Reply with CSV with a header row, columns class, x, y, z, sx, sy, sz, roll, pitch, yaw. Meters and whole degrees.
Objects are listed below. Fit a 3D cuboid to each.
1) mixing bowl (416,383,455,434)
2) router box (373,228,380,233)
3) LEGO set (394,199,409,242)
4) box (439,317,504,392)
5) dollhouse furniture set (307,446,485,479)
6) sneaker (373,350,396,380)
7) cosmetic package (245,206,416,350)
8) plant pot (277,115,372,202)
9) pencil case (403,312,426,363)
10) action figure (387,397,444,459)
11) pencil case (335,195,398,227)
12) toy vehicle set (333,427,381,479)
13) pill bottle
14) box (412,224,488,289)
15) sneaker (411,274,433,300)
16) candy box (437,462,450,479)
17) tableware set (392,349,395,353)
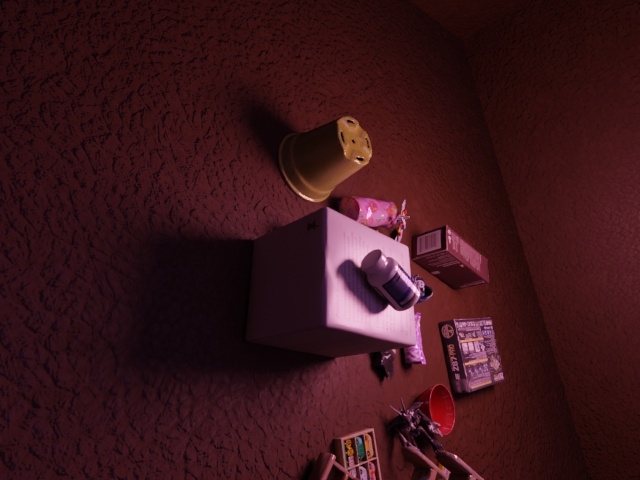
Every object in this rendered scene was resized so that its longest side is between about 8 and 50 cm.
class,x,y,z,sx,sy,sz,roll,pitch,yaw
mixing bowl,0.436,0.660,1.682,0.181,0.098,0.182,21,60,-41
router box,0.241,0.026,1.780,0.122,0.038,0.092,45,47,-25
LEGO set,0.345,-0.048,1.805,0.244,0.060,0.183,-49,146,-60
box,0.729,0.534,2.049,0.394,0.097,0.319,7,67,-45
dollhouse furniture set,0.157,0.709,1.105,0.256,0.394,0.362,43,54,-14
sneaker,0.223,0.425,1.580,0.170,0.051,0.089,51,58,-18
cosmetic package,0.037,0.152,1.295,0.393,0.327,0.330,23,58,-40
plant pot,0.033,-0.304,1.532,0.276,0.253,0.276,20,61,-41
pencil case,0.377,0.396,1.737,0.086,0.088,0.206,15,65,-41
action figure,0.352,0.693,1.539,0.164,0.141,0.276,-38,112,-9
pencil case,0.192,-0.111,1.730,0.284,0.124,0.124,0,74,-46
toy vehicle set,0.126,0.752,1.362,0.165,0.035,0.267,7,69,-45
pill bottle,0.185,0.104,1.153,0.169,0.094,0.094,47,46,-23
box,0.620,0.091,2.045,0.381,0.191,0.143,30,55,-35
sneaker,0.340,0.175,1.743,0.329,0.147,0.130,21,60,-39
candy box,0.489,0.960,1.670,0.105,0.027,0.206,40,49,-33
tableware set,0.256,0.376,1.667,0.169,0.020,0.141,51,44,-19
